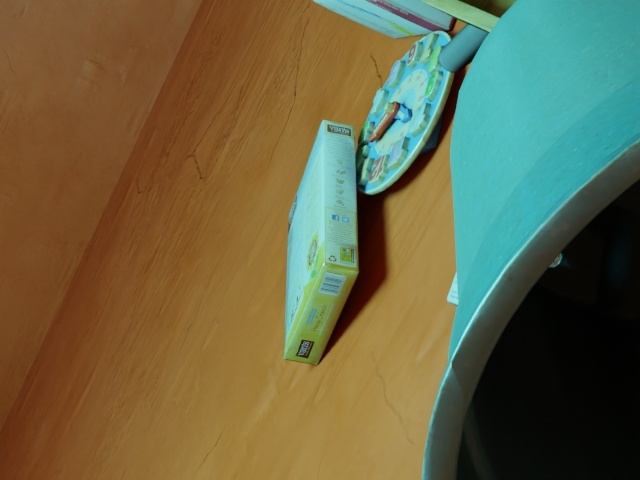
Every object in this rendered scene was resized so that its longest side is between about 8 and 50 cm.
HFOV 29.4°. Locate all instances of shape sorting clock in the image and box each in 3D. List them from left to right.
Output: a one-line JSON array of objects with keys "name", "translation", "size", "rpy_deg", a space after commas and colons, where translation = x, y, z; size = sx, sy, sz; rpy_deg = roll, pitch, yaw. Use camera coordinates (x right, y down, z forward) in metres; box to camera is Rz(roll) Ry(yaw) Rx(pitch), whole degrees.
[{"name": "shape sorting clock", "translation": [0.092, -0.147, 1.399], "size": [0.206, 0.040, 0.206], "rpy_deg": [-51, 26, 39]}]

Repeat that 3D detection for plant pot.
[{"name": "plant pot", "translation": [0.204, 0.010, 0.583], "size": [0.341, 0.341, 0.334], "rpy_deg": [-59, 15, 24]}]

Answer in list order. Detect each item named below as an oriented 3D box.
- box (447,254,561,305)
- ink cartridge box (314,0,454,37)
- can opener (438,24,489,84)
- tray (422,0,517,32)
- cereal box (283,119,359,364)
[{"name": "box", "translation": [0.178, 0.005, 0.980], "size": [0.137, 0.072, 0.126], "rpy_deg": [-70, 20, -1]}, {"name": "ink cartridge box", "translation": [0.089, -0.326, 1.458], "size": [0.128, 0.127, 0.176], "rpy_deg": [-70, 19, -2]}, {"name": "can opener", "translation": [0.219, -0.232, 1.144], "size": [0.093, 0.074, 0.280], "rpy_deg": [-41, -1, -43]}, {"name": "tray", "translation": [0.246, -0.215, 0.913], "size": [0.411, 0.076, 0.203], "rpy_deg": [42, 109, 55]}, {"name": "cereal box", "translation": [0.000, 0.000, 1.430], "size": [0.173, 0.047, 0.240], "rpy_deg": [111, 166, -45]}]
